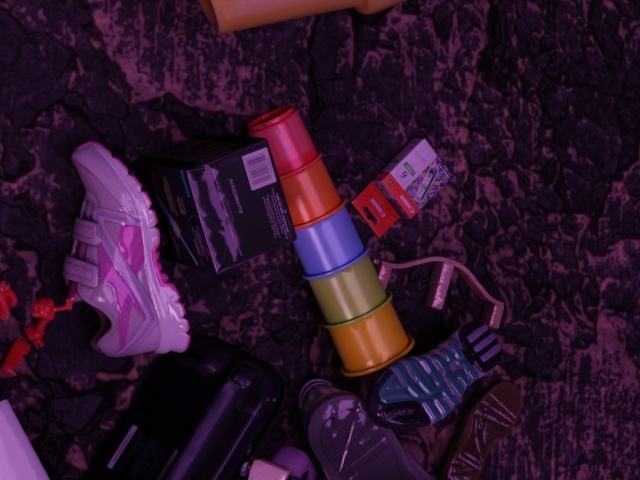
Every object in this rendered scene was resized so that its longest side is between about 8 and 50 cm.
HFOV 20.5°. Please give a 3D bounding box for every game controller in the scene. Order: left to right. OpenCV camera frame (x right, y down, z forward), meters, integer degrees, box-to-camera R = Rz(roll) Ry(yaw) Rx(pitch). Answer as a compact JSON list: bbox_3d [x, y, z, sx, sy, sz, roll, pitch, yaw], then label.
[{"bbox_3d":[-0.171,0.252,1.931,0.067,0.166,0.319,43,75,-43],"label":"game controller"}]

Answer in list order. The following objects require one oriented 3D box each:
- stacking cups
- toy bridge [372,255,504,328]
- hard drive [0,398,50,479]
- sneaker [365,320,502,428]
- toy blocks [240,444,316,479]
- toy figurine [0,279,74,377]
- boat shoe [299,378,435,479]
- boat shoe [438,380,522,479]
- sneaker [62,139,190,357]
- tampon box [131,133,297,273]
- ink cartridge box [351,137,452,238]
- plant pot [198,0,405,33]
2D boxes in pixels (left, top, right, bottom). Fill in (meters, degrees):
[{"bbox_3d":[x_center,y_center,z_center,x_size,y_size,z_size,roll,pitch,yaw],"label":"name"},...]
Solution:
[{"bbox_3d":[0.000,0.000,2.040,0.096,0.096,0.316,-31,102,-21],"label":"stacking cups"},{"bbox_3d":[0.142,0.052,2.139,0.188,0.026,0.063,20,83,-26],"label":"toy bridge"},{"bbox_3d":[-0.316,0.333,1.677,0.203,0.040,0.307,-28,90,-21],"label":"hard drive"},{"bbox_3d":[0.118,0.173,2.063,0.224,0.098,0.083,-25,82,-43],"label":"sneaker"},{"bbox_3d":[0.064,0.396,1.967,0.260,0.309,0.288,-9,117,-68],"label":"toy blocks"},{"bbox_3d":[-0.447,0.076,1.716,0.362,0.191,0.217,39,50,-22],"label":"toy figurine"},{"bbox_3d":[0.077,0.298,2.091,0.118,0.103,0.320,-37,111,-3],"label":"boat shoe"},{"bbox_3d":[0.194,0.240,2.177,0.056,0.048,0.153,34,73,-12],"label":"boat shoe"},{"bbox_3d":[-0.229,0.018,1.911,0.111,0.103,0.252,-20,96,-16],"label":"sneaker"},{"bbox_3d":[-0.117,-0.043,1.928,0.101,0.161,0.120,-22,105,-23],"label":"tampon box"},{"bbox_3d":[0.097,-0.062,2.105,0.115,0.029,0.063,-45,112,-16],"label":"ink cartridge box"},{"bbox_3d":[-0.033,-0.342,1.911,0.239,0.254,0.254,-25,105,-6],"label":"plant pot"}]
